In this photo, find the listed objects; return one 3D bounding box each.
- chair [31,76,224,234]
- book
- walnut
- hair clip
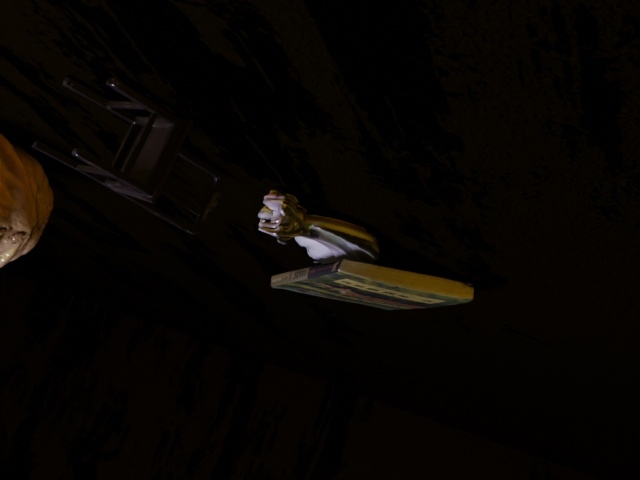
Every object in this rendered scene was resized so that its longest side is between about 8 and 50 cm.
[{"bbox_3d":[-0.149,-0.069,1.097,0.212,0.084,0.101,31,168,-37],"label":"chair"},{"bbox_3d":[0.053,0.051,1.316,0.160,0.024,0.228,12,171,-19],"label":"book"},{"bbox_3d":[-0.434,-0.051,1.398,0.245,0.198,0.198,19,168,27],"label":"walnut"},{"bbox_3d":[0.000,0.000,1.215,0.116,0.049,0.172,16,172,41],"label":"hair clip"}]
